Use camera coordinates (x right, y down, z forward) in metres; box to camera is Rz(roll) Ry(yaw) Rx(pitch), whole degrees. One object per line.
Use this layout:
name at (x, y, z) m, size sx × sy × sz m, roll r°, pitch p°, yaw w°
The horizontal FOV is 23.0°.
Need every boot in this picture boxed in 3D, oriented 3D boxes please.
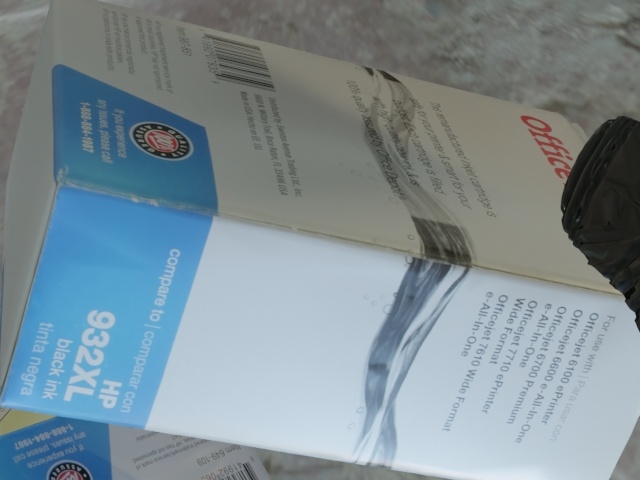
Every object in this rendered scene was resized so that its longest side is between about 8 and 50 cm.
boot at (0.112, 0.017, 0.328) m, size 0.099 × 0.121 × 0.045 m, roll 20°, pitch 109°, yaw -20°

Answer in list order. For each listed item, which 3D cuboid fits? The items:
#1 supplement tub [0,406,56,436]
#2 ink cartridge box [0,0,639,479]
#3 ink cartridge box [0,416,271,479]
supplement tub at (-0.298, 0.238, 1.278) m, size 0.235 × 0.325 × 0.235 m, roll 22°, pitch 140°, yaw 19°
ink cartridge box at (0.000, 0.000, 0.810) m, size 0.307 × 0.223 × 0.129 m, roll 12°, pitch 116°, yaw -16°
ink cartridge box at (-0.122, 0.257, 0.972) m, size 0.197 × 0.198 × 0.270 m, roll -41°, pitch 74°, yaw 37°
